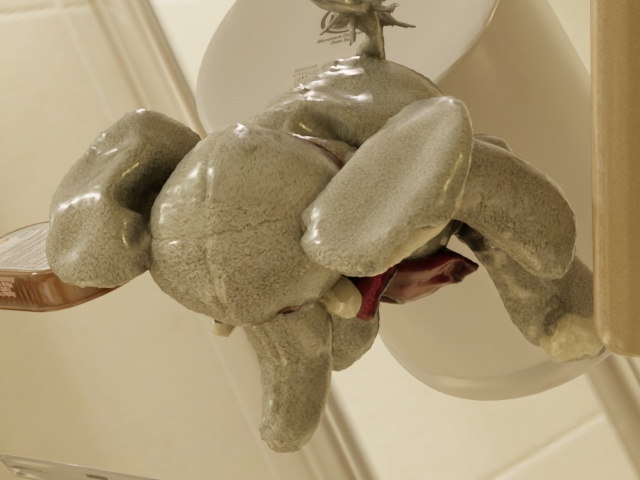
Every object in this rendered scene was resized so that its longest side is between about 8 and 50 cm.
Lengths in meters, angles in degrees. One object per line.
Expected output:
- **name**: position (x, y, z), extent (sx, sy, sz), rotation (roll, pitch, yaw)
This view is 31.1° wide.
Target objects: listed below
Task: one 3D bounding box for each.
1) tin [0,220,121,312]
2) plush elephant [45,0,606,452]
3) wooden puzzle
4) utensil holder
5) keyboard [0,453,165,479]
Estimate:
- **tin**: position (-0.220, 0.017, 0.932), extent (0.190, 0.040, 0.106), rotation (-1, 22, 42)
- **plush elephant**: position (0.000, 0.000, 0.705), extent (0.272, 0.330, 0.255), rotation (1, 30, 35)
- **wooden puzzle**: position (0.220, -0.063, 0.663), extent (0.044, 0.221, 0.239), rotation (4, 11, 34)
- **utensil holder**: position (0.114, -0.082, 1.087), extent (0.328, 0.327, 0.385), rotation (-28, -48, 15)
- **keyboard**: position (-0.281, 0.302, 1.456), extent (0.256, 0.014, 0.072), rotation (8, -33, 6)
